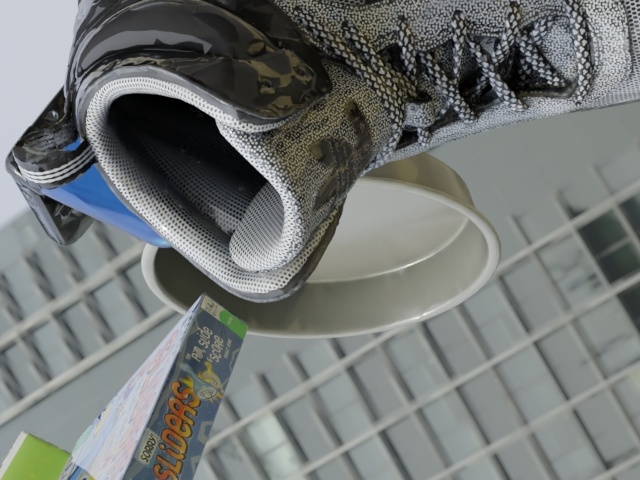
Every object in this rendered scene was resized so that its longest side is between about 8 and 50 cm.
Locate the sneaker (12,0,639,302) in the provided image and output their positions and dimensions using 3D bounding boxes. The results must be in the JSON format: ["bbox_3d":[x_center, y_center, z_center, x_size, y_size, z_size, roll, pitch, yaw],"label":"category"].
[{"bbox_3d":[0.032,-0.052,0.511,0.153,0.269,0.101,-74,-20,-48],"label":"sneaker"}]

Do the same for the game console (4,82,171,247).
[{"bbox_3d":[-0.073,-0.108,1.127,0.173,0.293,0.250,33,165,12],"label":"game console"}]

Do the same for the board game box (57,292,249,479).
[{"bbox_3d":[-0.106,0.127,0.803,0.035,0.136,0.201,37,-155,-10],"label":"board game box"}]

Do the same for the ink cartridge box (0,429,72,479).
[{"bbox_3d":[-0.107,0.254,0.924,0.255,0.188,0.097,24,163,15],"label":"ink cartridge box"}]

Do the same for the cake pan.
[{"bbox_3d":[0.000,0.000,1.258,0.293,0.293,0.054,33,-134,-50],"label":"cake pan"}]
